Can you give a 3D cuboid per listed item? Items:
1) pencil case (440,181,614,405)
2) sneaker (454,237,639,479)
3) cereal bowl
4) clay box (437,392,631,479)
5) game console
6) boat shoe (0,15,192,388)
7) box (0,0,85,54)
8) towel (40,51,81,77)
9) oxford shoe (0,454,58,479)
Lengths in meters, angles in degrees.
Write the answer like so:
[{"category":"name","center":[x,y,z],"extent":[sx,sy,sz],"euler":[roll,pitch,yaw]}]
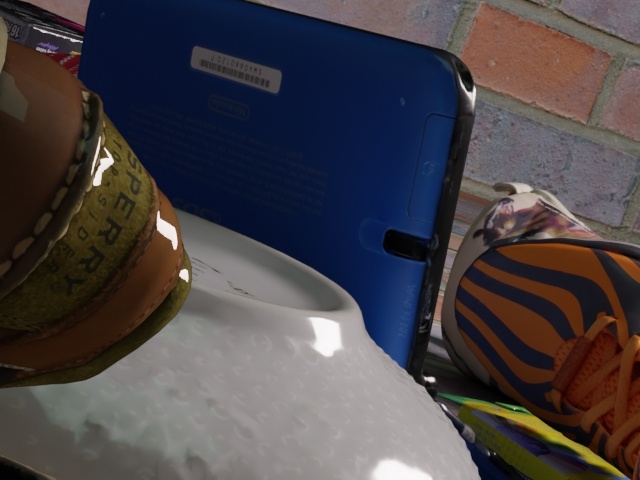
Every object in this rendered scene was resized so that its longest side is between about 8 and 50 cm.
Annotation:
[{"category":"pencil case","center":[0.276,0.090,1.223],"extent":[0.410,0.184,0.160],"euler":[25,1,35]},{"category":"sneaker","center":[0.179,0.083,0.839],"extent":[0.321,0.125,0.180],"euler":[28,11,32]},{"category":"cereal bowl","center":[-0.080,0.063,0.638],"extent":[0.338,0.141,0.339],"euler":[21,7,-3]},{"category":"clay box","center":[0.166,0.158,0.941],"extent":[0.127,0.053,0.222],"euler":[15,10,-37]},{"category":"game console","center":[0.000,0.000,0.899],"extent":[0.173,0.250,0.293],"euler":[0,15,-45]},{"category":"boat shoe","center":[-0.159,0.008,0.463],"extent":[0.104,0.111,0.307],"euler":[40,-25,-32]},{"category":"box","center":[-0.308,-0.158,1.574],"extent":[0.163,0.142,0.247],"euler":[11,11,-45]},{"category":"towel","center":[-0.252,-0.089,1.117],"extent":[0.274,0.031,0.199],"euler":[6,27,22]},{"category":"oxford shoe","center":[-0.217,0.040,0.362],"extent":[0.348,0.130,0.123],"euler":[18,34,-10]}]
